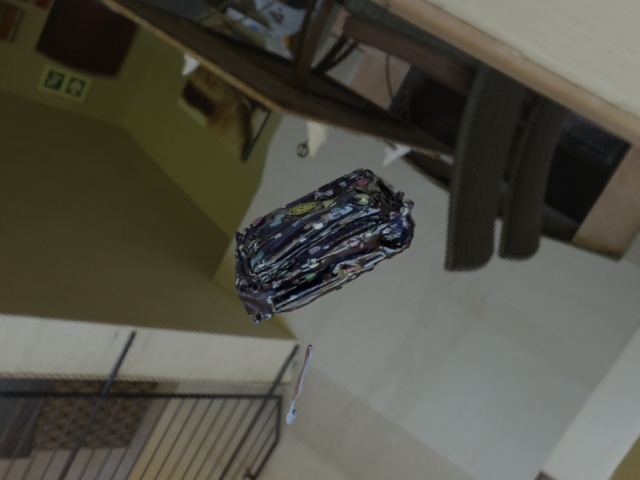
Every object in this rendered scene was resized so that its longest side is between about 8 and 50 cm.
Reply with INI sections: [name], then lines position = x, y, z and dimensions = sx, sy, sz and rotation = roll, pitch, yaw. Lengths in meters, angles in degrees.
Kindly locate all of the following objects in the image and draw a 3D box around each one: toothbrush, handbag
[toothbrush]
position = -0.033, 0.235, 1.299
dimensions = 0.019, 0.193, 0.013
rotation = -24, -128, -37
[handbag]
position = 0.000, 0.000, 1.065
dimensions = 0.113, 0.260, 0.162
rotation = 61, -178, -30
